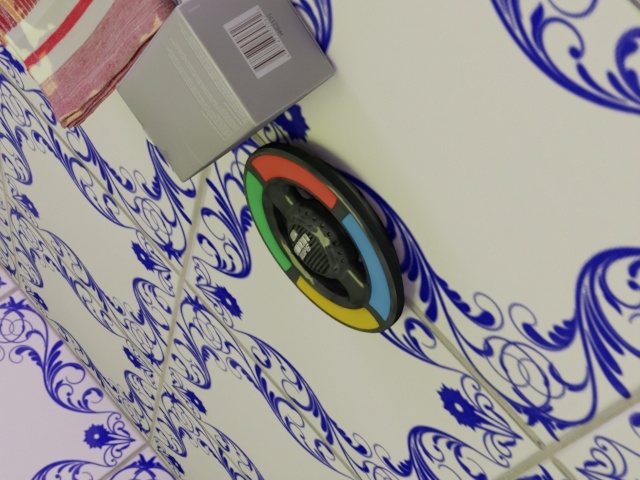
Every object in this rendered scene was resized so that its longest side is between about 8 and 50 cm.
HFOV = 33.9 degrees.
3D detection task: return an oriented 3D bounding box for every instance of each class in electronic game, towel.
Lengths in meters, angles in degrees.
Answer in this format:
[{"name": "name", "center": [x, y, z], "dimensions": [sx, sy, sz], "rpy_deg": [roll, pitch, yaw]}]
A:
[{"name": "electronic game", "center": [0.000, 0.000, 1.083], "dimensions": [0.229, 0.048, 0.229], "rpy_deg": [40, 153, 26]}, {"name": "towel", "center": [-0.314, -0.306, 1.137], "dimensions": [0.329, 0.037, 0.237], "rpy_deg": [52, 132, -3]}]

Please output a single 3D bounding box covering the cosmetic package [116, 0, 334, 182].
[{"name": "cosmetic package", "center": [-0.099, -0.151, 0.996], "dimensions": [0.127, 0.107, 0.238], "rpy_deg": [56, 158, -7]}]
